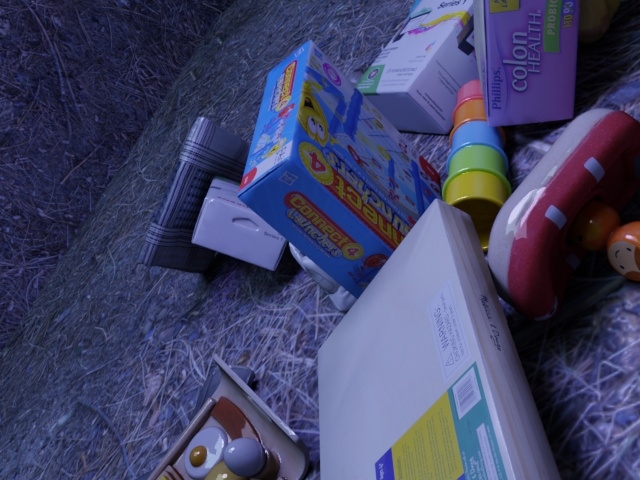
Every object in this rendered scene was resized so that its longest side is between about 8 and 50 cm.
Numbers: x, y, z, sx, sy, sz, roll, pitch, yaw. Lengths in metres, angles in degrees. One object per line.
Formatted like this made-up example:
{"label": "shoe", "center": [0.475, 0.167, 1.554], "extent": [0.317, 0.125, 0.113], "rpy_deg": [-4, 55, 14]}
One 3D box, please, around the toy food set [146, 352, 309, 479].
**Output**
{"label": "toy food set", "center": [-0.174, 0.330, 0.956], "extent": [0.306, 0.092, 0.220], "rpy_deg": [-52, 45, -5]}

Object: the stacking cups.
{"label": "stacking cups", "center": [0.219, -0.118, 1.014], "extent": [0.096, 0.096, 0.316], "rpy_deg": [-33, 27, 32]}

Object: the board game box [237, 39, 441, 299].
{"label": "board game box", "center": [0.047, -0.077, 0.970], "extent": [0.086, 0.308, 0.301], "rpy_deg": [-33, 31, 28]}

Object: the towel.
{"label": "towel", "center": [-0.236, -0.075, 1.477], "extent": [0.312, 0.056, 0.324], "rpy_deg": [-67, -13, 0]}

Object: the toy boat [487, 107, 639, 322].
{"label": "toy boat", "center": [0.283, -0.010, 0.731], "extent": [0.151, 0.151, 0.231], "rpy_deg": [37, 88, 35]}

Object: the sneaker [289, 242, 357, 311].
{"label": "sneaker", "center": [0.000, 0.000, 1.166], "extent": [0.110, 0.118, 0.292], "rpy_deg": [-49, 24, 7]}

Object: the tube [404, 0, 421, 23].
{"label": "tube", "center": [0.214, -0.483, 1.548], "extent": [0.207, 0.052, 0.080], "rpy_deg": [-62, 23, -12]}

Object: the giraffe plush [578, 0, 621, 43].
{"label": "giraffe plush", "center": [0.425, -0.385, 0.970], "extent": [0.171, 0.210, 0.181], "rpy_deg": [-5, 39, 17]}

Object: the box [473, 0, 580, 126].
{"label": "box", "center": [0.278, -0.317, 0.996], "extent": [0.118, 0.213, 0.242], "rpy_deg": [-4, 40, 11]}

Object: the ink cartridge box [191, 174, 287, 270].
{"label": "ink cartridge box", "center": [-0.143, -0.038, 1.326], "extent": [0.219, 0.160, 0.092], "rpy_deg": [-100, 31, -74]}

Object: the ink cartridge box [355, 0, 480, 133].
{"label": "ink cartridge box", "center": [0.213, -0.331, 1.260], "extent": [0.278, 0.117, 0.201], "rpy_deg": [-53, 26, -7]}

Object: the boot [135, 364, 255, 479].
{"label": "boot", "center": [-0.201, 0.304, 1.129], "extent": [0.190, 0.076, 0.208], "rpy_deg": [-16, 47, 28]}

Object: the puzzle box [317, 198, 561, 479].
{"label": "puzzle box", "center": [0.086, 0.176, 0.691], "extent": [0.272, 0.052, 0.408], "rpy_deg": [-55, 21, 31]}
